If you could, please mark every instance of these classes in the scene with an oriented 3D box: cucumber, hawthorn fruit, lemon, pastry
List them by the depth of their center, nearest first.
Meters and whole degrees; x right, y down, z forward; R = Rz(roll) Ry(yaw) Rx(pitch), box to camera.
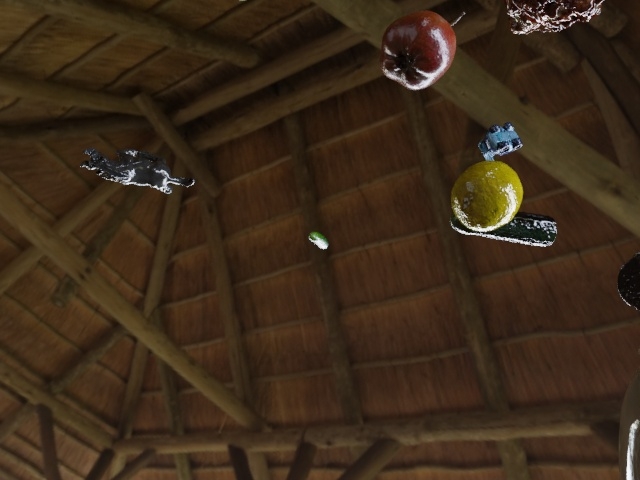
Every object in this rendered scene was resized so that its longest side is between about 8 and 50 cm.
[{"bbox_3d":[0.233,-0.324,0.618,0.115,0.097,0.209,-23,-75,2],"label":"pastry"},{"bbox_3d":[0.270,-0.073,0.951,0.109,0.133,0.109,38,-30,27],"label":"lemon"},{"bbox_3d":[0.217,-0.411,1.228,0.162,0.203,0.163,22,-45,24],"label":"hawthorn fruit"},{"bbox_3d":[0.415,-0.037,1.348,0.241,0.075,0.074,8,-40,-6],"label":"cucumber"},{"bbox_3d":[0.000,0.000,1.836,0.037,0.037,0.155,4,-14,20],"label":"cucumber"}]

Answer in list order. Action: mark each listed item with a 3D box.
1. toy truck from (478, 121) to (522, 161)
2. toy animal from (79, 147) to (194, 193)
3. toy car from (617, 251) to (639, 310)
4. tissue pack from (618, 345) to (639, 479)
[{"bbox_3d":[0.348,-0.187,1.167,0.073,0.056,0.090,-12,-21,-25],"label":"toy truck"},{"bbox_3d":[-0.396,-0.144,1.274,0.232,0.148,0.085,14,-76,-21],"label":"toy animal"},{"bbox_3d":[0.242,0.021,0.378,0.093,0.025,0.041,-16,-96,36],"label":"toy car"},{"bbox_3d":[0.574,0.327,0.836,0.276,0.267,0.387,13,-48,46],"label":"tissue pack"}]
